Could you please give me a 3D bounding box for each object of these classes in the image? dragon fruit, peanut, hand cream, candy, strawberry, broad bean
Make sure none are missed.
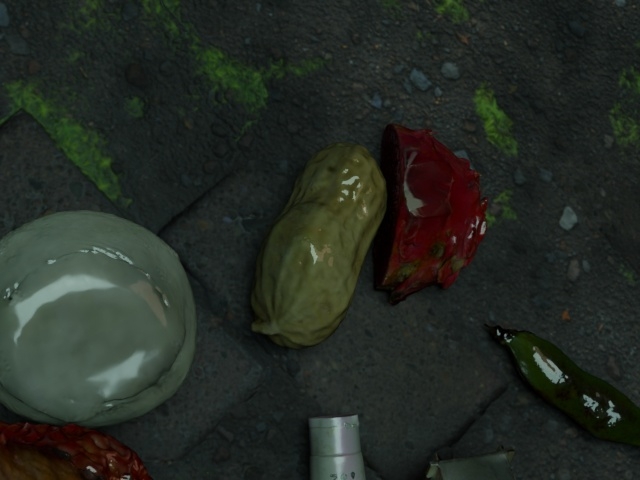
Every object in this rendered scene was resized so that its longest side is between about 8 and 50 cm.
[{"bbox_3d":[0.147,-0.042,1.642,0.162,0.189,0.262,2,78,17],"label":"dragon fruit"},{"bbox_3d":[0.000,0.000,1.572,0.143,0.159,0.291,24,72,0],"label":"peanut"},{"bbox_3d":[0.032,0.387,1.547,0.111,0.070,0.312,-2,85,-17],"label":"hand cream"},{"bbox_3d":[-0.296,0.097,1.456,0.295,0.185,0.296,1,87,-21],"label":"candy"},{"bbox_3d":[-0.312,0.315,1.415,0.150,0.280,0.254,-43,128,-53],"label":"strawberry"},{"bbox_3d":[0.370,0.219,1.669,0.339,0.061,0.077,36,59,-4],"label":"broad bean"}]

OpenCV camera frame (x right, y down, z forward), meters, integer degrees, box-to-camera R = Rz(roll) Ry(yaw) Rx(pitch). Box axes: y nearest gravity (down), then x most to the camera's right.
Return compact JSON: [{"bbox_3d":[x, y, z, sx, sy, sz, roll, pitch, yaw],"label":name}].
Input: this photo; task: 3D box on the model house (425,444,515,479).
[{"bbox_3d":[0.205,0.456,1.480,0.169,0.244,0.326,6,42,-16],"label":"model house"}]
